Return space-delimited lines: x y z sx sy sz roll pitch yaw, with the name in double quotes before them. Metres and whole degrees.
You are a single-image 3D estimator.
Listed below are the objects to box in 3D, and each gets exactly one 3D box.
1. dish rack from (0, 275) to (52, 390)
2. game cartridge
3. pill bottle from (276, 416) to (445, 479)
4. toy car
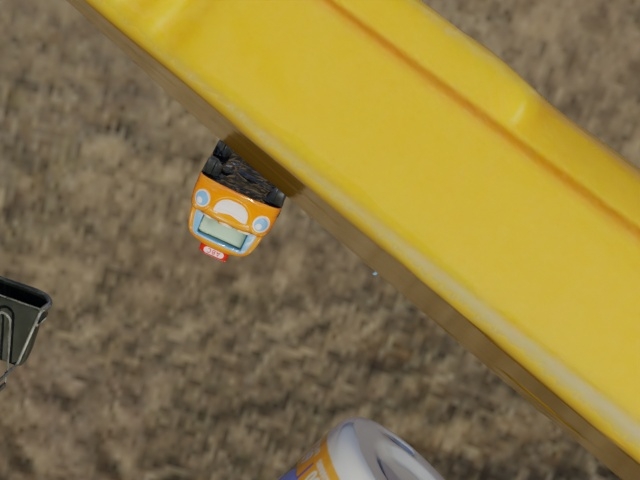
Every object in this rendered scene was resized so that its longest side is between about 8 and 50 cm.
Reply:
"dish rack" -0.366 0.088 1.485 0.208 0.074 0.271 17 21 9
"game cartridge" 0.073 0.024 0.467 0.323 0.053 0.285 41 -1 12
"pill bottle" -0.024 0.265 1.264 0.152 0.272 0.152 43 13 -13
"toy car" 0.000 0.000 0.702 0.122 0.040 0.060 20 17 -20
